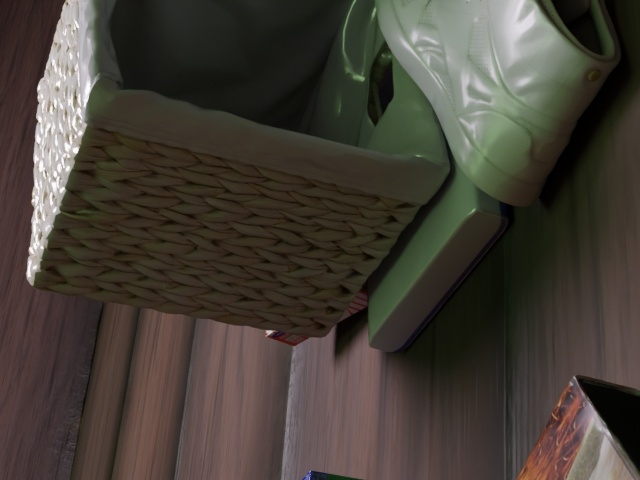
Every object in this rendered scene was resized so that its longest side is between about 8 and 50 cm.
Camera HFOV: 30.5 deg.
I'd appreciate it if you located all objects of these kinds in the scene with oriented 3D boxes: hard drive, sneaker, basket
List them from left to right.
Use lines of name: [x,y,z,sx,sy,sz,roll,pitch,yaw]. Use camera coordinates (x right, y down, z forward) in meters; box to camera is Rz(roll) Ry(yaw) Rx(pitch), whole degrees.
basket: [-0.094,-0.119,1.128,0.328,0.331,0.266,-99,28,-42]
hard drive: [0.101,-0.078,1.140,0.210,0.040,0.318,123,156,-44]
sneaker: [0.149,-0.184,0.969,0.169,0.108,0.292,-60,38,33]

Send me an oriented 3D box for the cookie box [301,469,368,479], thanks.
cookie box: [0.025,0.259,1.001,0.040,0.092,0.107,122,156,-50]

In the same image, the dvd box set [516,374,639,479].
dvd box set: [0.128,0.331,0.671,0.307,0.062,0.420,-109,38,-62]

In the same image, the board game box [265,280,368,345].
board game box: [0.000,0.000,1.288,0.147,0.045,0.193,-31,48,42]
